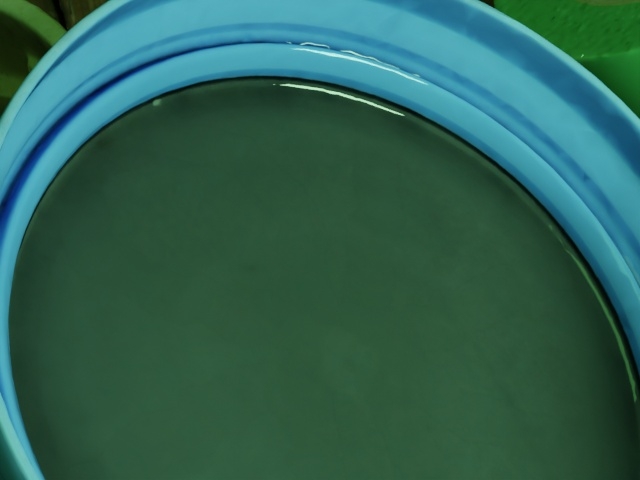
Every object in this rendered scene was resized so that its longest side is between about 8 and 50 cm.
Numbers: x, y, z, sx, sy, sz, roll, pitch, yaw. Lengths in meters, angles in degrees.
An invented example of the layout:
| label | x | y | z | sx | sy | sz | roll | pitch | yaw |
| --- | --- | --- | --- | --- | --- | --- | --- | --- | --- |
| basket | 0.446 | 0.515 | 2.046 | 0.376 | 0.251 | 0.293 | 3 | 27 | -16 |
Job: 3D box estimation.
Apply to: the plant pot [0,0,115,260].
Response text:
| label | x | y | z | sx | sy | sz | roll | pitch | yaw |
| --- | --- | --- | --- | --- | --- | --- | --- | --- | --- |
| plant pot | -0.204 | 0.076 | 0.979 | 0.333 | 0.305 | 0.334 | -11 | 55 | 17 |

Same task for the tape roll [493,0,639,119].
| label | x | y | z | sx | sy | sz | roll | pitch | yaw |
| --- | --- | --- | --- | --- | --- | --- | --- | --- | --- |
| tape roll | 0.255 | -0.204 | 1.023 | 0.321 | 0.077 | 0.321 | -33 | 31 | 23 |

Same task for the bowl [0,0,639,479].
| label | x | y | z | sx | sy | sz | roll | pitch | yaw |
| --- | --- | --- | --- | --- | --- | --- | --- | --- | --- |
| bowl | 0.025 | 0.047 | 0.777 | 0.391 | 0.077 | 0.391 | 12 | 57 | -19 |
